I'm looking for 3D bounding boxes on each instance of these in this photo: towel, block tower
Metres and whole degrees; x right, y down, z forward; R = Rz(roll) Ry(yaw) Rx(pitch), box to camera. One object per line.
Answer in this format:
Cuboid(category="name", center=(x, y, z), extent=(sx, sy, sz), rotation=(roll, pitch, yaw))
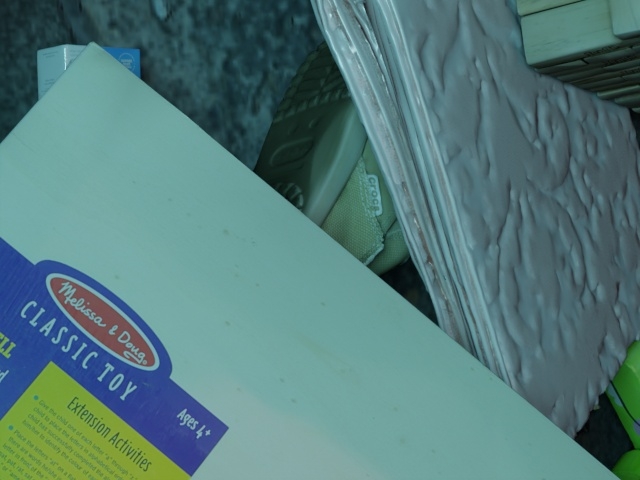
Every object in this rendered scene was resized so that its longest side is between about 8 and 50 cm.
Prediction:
Cuboid(category="towel", center=(0.113, -0.060, 0.977), extent=(0.332, 0.053, 0.317), rotation=(-36, 111, -60))
Cuboid(category="block tower", center=(0.221, -0.137, 1.052), extent=(0.335, 0.097, 0.091), rotation=(11, 70, -61))

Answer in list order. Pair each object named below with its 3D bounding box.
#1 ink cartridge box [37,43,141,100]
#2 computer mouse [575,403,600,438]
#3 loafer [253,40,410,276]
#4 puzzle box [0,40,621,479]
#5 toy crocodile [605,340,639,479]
Cuboid(category="ink cartridge box", center=(-0.118, -0.058, 0.857), extent=(0.048, 0.028, 0.083), rotation=(-3, 91, -41))
Cuboid(category="computer mouse", center=(0.112, 0.124, 1.050), extent=(0.193, 0.042, 0.106), rotation=(-45, 121, -39))
Cuboid(category="loafer", center=(0.000, 0.000, 0.912), extent=(0.092, 0.102, 0.268), rotation=(41, 62, -26))
Cuboid(category="puzzle box", center=(-0.037, 0.135, 0.773), extent=(0.409, 0.052, 0.272), rotation=(40, 71, -5))
Cuboid(category="toy crocodile", center=(0.291, 0.198, 1.161), extent=(0.115, 0.105, 0.341), rotation=(-41, 114, -35))
